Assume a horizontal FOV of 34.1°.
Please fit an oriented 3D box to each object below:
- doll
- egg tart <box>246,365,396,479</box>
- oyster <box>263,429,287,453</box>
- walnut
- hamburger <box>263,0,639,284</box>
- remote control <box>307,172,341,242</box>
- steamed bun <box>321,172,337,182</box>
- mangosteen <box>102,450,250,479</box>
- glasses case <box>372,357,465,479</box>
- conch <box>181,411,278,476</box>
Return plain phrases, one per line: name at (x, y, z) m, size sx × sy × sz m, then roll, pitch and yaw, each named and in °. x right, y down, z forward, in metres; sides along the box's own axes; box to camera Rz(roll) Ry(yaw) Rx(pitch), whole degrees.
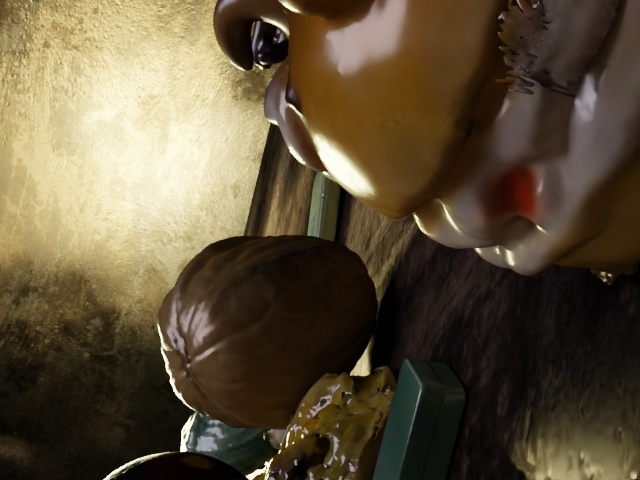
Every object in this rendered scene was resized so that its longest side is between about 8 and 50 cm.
doll at (0.039, -0.273, 1.166) m, size 0.340 × 0.317 × 0.209 m, roll -74°, pitch -35°, yaw -48°
egg tart at (-0.014, 0.238, 1.011) m, size 0.297 × 0.132 × 0.297 m, roll -155°, pitch 90°, yaw -89°
oyster at (-0.014, 0.235, 1.272) m, size 0.133 × 0.072 × 0.209 m, roll 52°, pitch 152°, yaw 40°
walnut at (-0.054, 0.094, 1.159) m, size 0.261 × 0.225 × 0.225 m, roll -24°, pitch -40°, yaw -48°
hamburger at (0.084, -0.125, 0.558) m, size 0.276 × 0.236 × 0.277 m, roll -167°, pitch 90°, yaw -84°
remote control at (0.000, 0.000, 1.590) m, size 0.098 × 0.038 × 0.234 m, roll 121°, pitch 158°, yaw -68°
steamed bun at (0.025, -0.176, 1.358) m, size 0.228 × 0.130 × 0.177 m, roll -92°, pitch 15°, yaw -51°
mangosteen at (-0.204, 0.438, 1.332) m, size 0.359 × 0.306 × 0.306 m, roll -30°, pitch -36°, yaw -52°
glasses case at (0.071, 0.194, 0.851) m, size 0.078 × 0.039 × 0.184 m, roll -119°, pitch 42°, yaw -76°
conch at (-0.131, 0.294, 1.678) m, size 0.220 × 0.195 × 0.277 m, roll -50°, pitch -39°, yaw -39°
